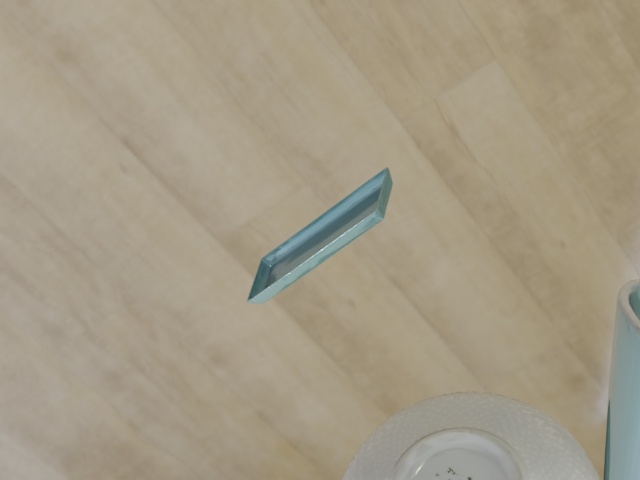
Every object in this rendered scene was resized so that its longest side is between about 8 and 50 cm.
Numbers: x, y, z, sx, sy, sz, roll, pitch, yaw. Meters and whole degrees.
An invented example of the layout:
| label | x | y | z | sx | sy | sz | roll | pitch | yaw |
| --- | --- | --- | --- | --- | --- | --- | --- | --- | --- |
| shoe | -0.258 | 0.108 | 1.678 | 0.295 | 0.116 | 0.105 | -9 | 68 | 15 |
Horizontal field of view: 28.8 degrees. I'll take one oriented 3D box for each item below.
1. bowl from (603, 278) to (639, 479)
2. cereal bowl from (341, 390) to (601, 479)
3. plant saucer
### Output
| label | x | y | z | sx | sy | sz | roll | pitch | yaw |
| --- | --- | --- | --- | --- | --- | --- | --- | --- | --- |
| bowl | 0.301 | 0.161 | 0.774 | 0.311 | 0.311 | 0.163 | 14 | 107 | -22 |
| cereal bowl | 0.173 | 0.322 | 1.471 | 0.339 | 0.339 | 0.141 | -19 | 144 | 2 |
| plant saucer | 0.000 | 0.000 | 1.202 | 0.018 | 0.067 | 0.192 | 38 | 130 | -19 |
